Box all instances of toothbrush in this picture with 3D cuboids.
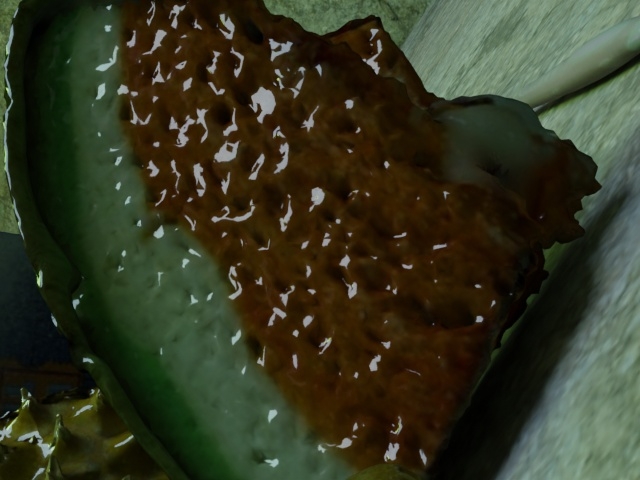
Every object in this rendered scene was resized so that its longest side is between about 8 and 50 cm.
[{"bbox_3d":[0.129,-0.091,0.703,0.025,0.029,0.307,-49,4,-11],"label":"toothbrush"}]

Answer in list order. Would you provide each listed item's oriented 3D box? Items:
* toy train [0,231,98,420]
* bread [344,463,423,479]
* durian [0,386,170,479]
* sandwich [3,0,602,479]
[{"bbox_3d":[-0.207,0.116,0.686,0.131,0.202,0.300,7,87,55],"label":"toy train"},{"bbox_3d":[-0.007,0.135,0.322,0.140,0.069,0.128,-50,7,42],"label":"bread"},{"bbox_3d":[-0.133,0.208,0.576,0.341,0.191,0.112,-54,37,17],"label":"durian"},{"bbox_3d":[-0.014,-0.001,0.493,0.212,0.292,0.109,-45,-18,-10],"label":"sandwich"}]
